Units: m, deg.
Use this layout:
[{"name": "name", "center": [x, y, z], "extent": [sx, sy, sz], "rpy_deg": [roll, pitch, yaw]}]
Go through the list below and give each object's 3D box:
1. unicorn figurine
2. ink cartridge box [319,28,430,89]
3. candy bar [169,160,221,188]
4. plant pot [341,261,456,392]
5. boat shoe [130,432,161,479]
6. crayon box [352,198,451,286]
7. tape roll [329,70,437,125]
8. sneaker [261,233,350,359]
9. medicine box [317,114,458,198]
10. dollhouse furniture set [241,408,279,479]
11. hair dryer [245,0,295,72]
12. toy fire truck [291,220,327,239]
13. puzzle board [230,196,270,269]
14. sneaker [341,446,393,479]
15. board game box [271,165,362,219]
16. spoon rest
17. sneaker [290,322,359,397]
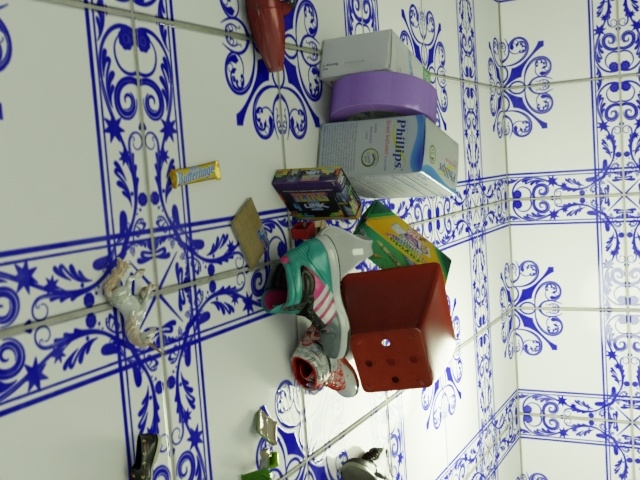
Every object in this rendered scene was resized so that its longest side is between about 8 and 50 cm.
[{"name": "unicorn figurine", "center": [-0.320, 0.111, 1.385], "extent": [0.162, 0.060, 0.111], "rpy_deg": [46, 48, -31]}, {"name": "ink cartridge box", "center": [0.149, -0.435, 2.131], "extent": [0.278, 0.201, 0.117], "rpy_deg": [27, 65, -58]}, {"name": "candy bar", "center": [-0.244, -0.128, 1.572], "extent": [0.161, 0.018, 0.040], "rpy_deg": [-23, 109, -61]}, {"name": "plant pot", "center": [0.193, 0.242, 2.062], "extent": [0.236, 0.267, 0.267], "rpy_deg": [-71, 149, -60]}, {"name": "boat shoe", "center": [-0.311, 0.401, 1.399], "extent": [0.042, 0.049, 0.133], "rpy_deg": [13, 85, -28]}, {"name": "crayon box", "center": [0.219, 0.029, 2.186], "extent": [0.278, 0.081, 0.165], "rpy_deg": [39, 29, -5]}, {"name": "tape roll", "center": [0.162, -0.340, 2.073], "extent": [0.275, 0.275, 0.090], "rpy_deg": [26, 65, -59]}, {"name": "sneaker", "center": [-0.038, 0.148, 1.790], "extent": [0.178, 0.124, 0.295], "rpy_deg": [-16, 107, -23]}, {"name": "medicine box", "center": [0.180, -0.208, 2.085], "extent": [0.263, 0.289, 0.149], "rpy_deg": [19, 72, -61]}, {"name": "dollhouse furniture set", "center": [-0.134, 0.452, 1.749], "extent": [0.076, 0.058, 0.152], "rpy_deg": [47, 29, -42]}, {"name": "hair dryer", "center": [-0.092, -0.517, 1.810], "extent": [0.223, 0.080, 0.293], "rpy_deg": [30, 63, -59]}, {"name": "toy fire truck", "center": [0.000, 0.000, 1.995], "extent": [0.192, 0.047, 0.135], "rpy_deg": [-37, 121, -57]}, {"name": "puzzle board", "center": [-0.152, -0.015, 1.748], "extent": [0.096, 0.011, 0.128], "rpy_deg": [-60, 140, -46]}, {"name": "sneaker", "center": [0.122, 0.608, 2.192], "extent": [0.222, 0.083, 0.118], "rpy_deg": [45, 31, -44]}, {"name": "board game box", "center": [-0.007, -0.106, 1.857], "extent": [0.141, 0.170, 0.048], "rpy_deg": [55, 44, -45]}, {"name": "spoon rest", "center": [0.057, 0.025, 1.961], "extent": [0.276, 0.084, 0.137], "rpy_deg": [-15, 103, -61]}, {"name": "sneaker", "center": [0.007, 0.327, 1.960], "extent": [0.145, 0.090, 0.270], "rpy_deg": [-53, 138, -38]}]
